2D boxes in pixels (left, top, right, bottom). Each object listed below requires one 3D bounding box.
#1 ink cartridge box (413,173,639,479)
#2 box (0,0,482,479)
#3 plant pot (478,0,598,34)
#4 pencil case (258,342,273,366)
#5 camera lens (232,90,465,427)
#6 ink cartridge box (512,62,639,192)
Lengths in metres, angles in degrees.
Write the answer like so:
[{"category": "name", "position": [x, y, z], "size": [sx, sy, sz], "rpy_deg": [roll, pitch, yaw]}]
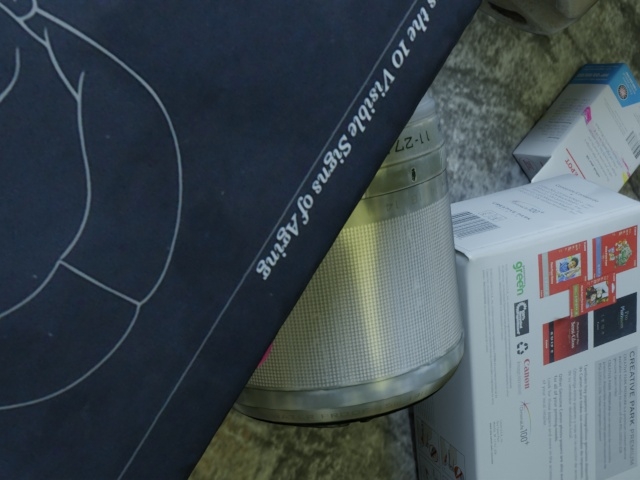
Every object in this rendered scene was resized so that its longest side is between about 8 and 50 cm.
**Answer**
[{"category": "ink cartridge box", "position": [0.234, 0.106, 1.108], "size": [0.271, 0.130, 0.310], "rpy_deg": [-14, 112, -22]}, {"category": "box", "position": [-0.206, -0.140, 0.578], "size": [0.471, 0.297, 0.480], "rpy_deg": [37, 82, -44]}, {"category": "plant pot", "position": [0.230, -0.366, 0.989], "size": [0.305, 0.334, 0.334], "rpy_deg": [-48, 121, -7]}, {"category": "pencil case", "position": [-0.138, 0.055, 0.827], "size": [0.104, 0.236, 0.104], "rpy_deg": [3, 86, -42]}, {"category": "camera lens", "position": [0.000, 0.000, 0.919], "size": [0.219, 0.219, 0.274], "rpy_deg": [-16, 106, -32]}, {"category": "ink cartridge box", "position": [0.278, -0.092, 1.195], "size": [0.181, 0.061, 0.104], "rpy_deg": [-49, 120, -19]}]
